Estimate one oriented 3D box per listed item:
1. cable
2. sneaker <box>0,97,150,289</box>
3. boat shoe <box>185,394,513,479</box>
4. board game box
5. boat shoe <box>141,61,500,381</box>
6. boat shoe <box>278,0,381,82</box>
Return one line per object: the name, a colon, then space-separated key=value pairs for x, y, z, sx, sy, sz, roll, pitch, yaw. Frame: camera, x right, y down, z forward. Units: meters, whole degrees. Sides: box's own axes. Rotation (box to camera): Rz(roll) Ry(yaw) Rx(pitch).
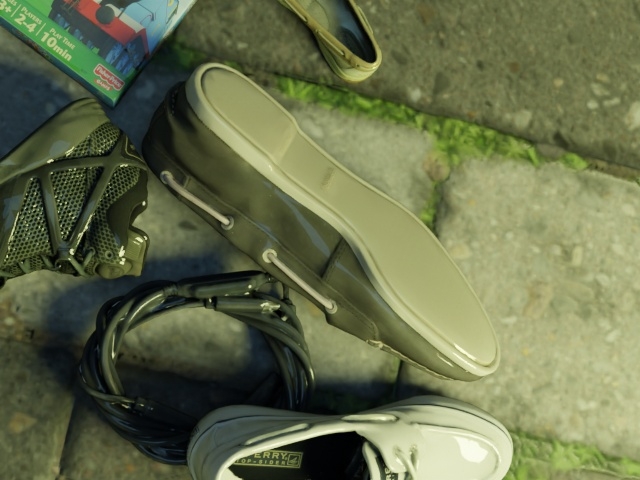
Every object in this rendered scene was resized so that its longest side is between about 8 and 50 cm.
cable: x=-0.099 y=0.103 z=1.010 sx=0.184 sy=0.047 sz=0.150 roll=-8 pitch=90 yaw=-16
sneaker: x=-0.218 y=0.007 z=0.972 sx=0.227 sy=0.087 sz=0.130 roll=-42 pitch=86 yaw=-17
boat shoe: x=0.034 y=0.171 z=0.983 sx=0.267 sy=0.088 sz=0.096 roll=8 pitch=100 yaw=-19
board game box: x=-0.167 y=-0.238 z=1.032 sx=0.160 sy=0.039 sz=0.211 roll=36 pitch=78 yaw=-5
boat shoe: x=0.000 y=0.000 z=1.021 sx=0.335 sy=0.095 sz=0.112 roll=44 pitch=35 yaw=-6
boat shoe: x=-0.001 y=-0.201 z=1.054 sx=0.056 sy=0.048 sz=0.153 roll=-32 pitch=91 yaw=-12
